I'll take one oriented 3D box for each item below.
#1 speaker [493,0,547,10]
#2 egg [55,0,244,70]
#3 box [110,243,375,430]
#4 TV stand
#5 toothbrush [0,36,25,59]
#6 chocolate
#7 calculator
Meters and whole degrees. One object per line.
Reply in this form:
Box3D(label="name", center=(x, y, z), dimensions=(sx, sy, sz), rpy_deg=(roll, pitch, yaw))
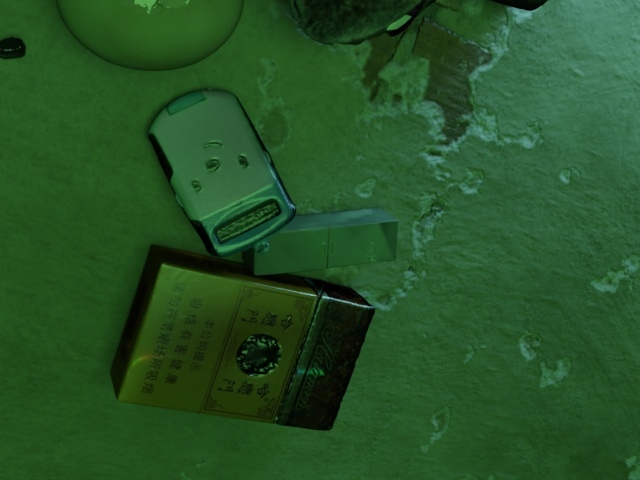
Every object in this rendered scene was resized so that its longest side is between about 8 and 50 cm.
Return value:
Box3D(label="speaker", center=(0.381, -0.491, 1.305), dimensions=(0.180, 0.184, 0.388), rpy_deg=(8, 149, -24))
Box3D(label="egg", center=(-0.242, -0.355, 1.201), dimensions=(0.269, 0.219, 0.219), rpy_deg=(-13, 113, -32))
Box3D(label="box", center=(-0.132, 0.180, 1.485), dimensions=(0.416, 0.116, 0.264), rpy_deg=(15, 101, -24))
Box3D(label="TV stand", center=(0.000, 0.000, 1.490), dimensions=(0.270, 0.088, 0.082), rpy_deg=(-6, 110, -19))
Box3D(label="toothbrush", center=(-0.583, -0.268, 1.206), dimensions=(0.297, 0.030, 0.030), rpy_deg=(-9, 85, -17))
Box3D(label="chocolate", center=(0.046, -0.477, 1.276), dimensions=(0.303, 0.213, 0.303), rpy_deg=(-21, 152, -12))
Box3D(label="calculator", center=(-0.161, -0.107, 1.366), dimensions=(0.173, 0.051, 0.293), rpy_deg=(-28, 92, -12))
